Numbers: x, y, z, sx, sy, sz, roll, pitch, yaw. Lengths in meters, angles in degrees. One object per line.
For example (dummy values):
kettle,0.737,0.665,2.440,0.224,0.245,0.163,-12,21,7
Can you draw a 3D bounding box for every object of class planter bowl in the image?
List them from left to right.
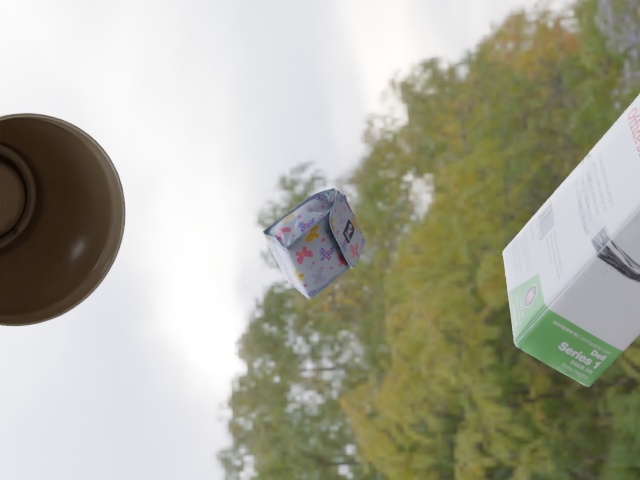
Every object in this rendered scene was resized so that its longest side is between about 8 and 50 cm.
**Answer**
planter bowl,-0.247,-0.025,1.025,0.162,0.109,0.162,-9,-73,-31

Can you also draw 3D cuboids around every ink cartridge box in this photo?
ink cartridge box,0.267,-0.004,1.183,0.092,0.219,0.160,30,-151,-14

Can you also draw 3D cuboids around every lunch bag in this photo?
lunch bag,0.000,0.000,1.229,0.083,0.053,0.071,-37,-52,-17
